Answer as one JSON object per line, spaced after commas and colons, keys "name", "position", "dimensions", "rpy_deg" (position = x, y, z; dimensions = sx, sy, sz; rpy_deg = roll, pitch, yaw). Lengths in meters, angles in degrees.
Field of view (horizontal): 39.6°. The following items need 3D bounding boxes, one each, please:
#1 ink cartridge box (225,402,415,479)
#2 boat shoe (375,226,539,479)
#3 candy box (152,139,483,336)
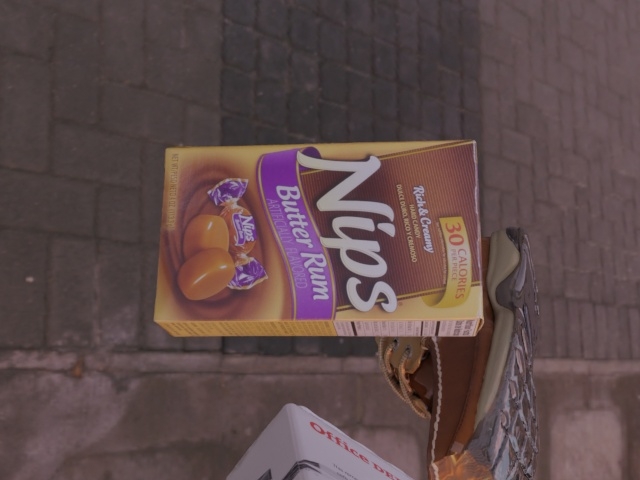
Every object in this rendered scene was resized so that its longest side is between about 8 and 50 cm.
{"name": "ink cartridge box", "position": [0.028, 0.293, 0.783], "dimensions": [0.197, 0.273, 0.114], "rpy_deg": [36, 101, -18]}
{"name": "boat shoe", "position": [0.107, 0.094, 0.701], "dimensions": [0.324, 0.120, 0.123], "rpy_deg": [-59, 141, -63]}
{"name": "candy box", "position": [0.000, 0.000, 0.528], "dimensions": [0.053, 0.186, 0.109], "rpy_deg": [76, 14, -72]}
